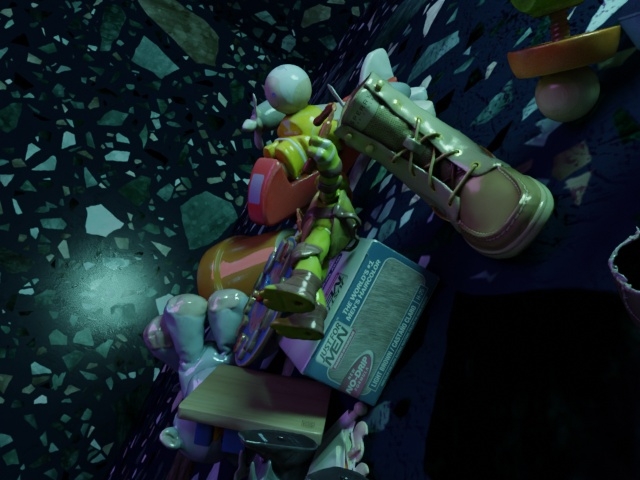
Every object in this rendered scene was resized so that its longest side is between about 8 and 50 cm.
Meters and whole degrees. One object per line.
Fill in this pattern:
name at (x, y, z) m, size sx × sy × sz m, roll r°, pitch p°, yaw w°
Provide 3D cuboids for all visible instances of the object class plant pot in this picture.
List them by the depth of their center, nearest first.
plant pot at (-0.106, 0.068, 0.997) m, size 0.187 × 0.205 × 0.205 m, roll -26°, pitch 33°, yaw 35°

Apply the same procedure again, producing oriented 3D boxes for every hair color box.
hair color box at (0.012, 0.085, 0.728) m, size 0.174 × 0.105 × 0.347 m, roll -62°, pitch 16°, yaw -5°

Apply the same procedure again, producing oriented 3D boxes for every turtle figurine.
turtle figurine at (0.000, 0.000, 0.575) m, size 0.270 × 0.087 × 0.218 m, roll 105°, pitch -179°, yaw -58°

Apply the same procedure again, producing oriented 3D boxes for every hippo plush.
hippo plush at (-0.209, 0.245, 0.858) m, size 0.294 × 0.234 × 0.237 m, roll -56°, pitch 17°, yaw 23°

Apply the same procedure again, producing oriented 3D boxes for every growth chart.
growth chart at (0.001, 0.300, 0.528) m, size 0.172 × 0.021 × 0.237 m, roll -49°, pitch 19°, yaw 32°

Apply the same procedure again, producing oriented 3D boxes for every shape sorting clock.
shape sorting clock at (-0.083, 0.087, 0.747) m, size 0.206 × 0.040 × 0.206 m, roll -53°, pitch 17°, yaw 25°

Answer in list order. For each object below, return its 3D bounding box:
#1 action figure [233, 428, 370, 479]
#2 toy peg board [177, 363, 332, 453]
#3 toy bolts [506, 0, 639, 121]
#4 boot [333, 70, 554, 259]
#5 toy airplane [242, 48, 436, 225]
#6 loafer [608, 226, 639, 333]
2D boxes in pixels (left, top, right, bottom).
action figure at (-0.055, 0.322, 0.440) m, size 0.185 × 0.099 × 0.285 m, roll 18°, pitch 90°, yaw 46°
toy peg board at (-0.075, 0.226, 0.618) m, size 0.160 × 0.161 × 0.079 m, roll -29°, pitch -52°, yaw -84°
toy bolts at (0.292, -0.196, 0.432) m, size 0.218 × 0.159 × 0.228 m, roll -15°, pitch 14°, yaw 6°
boot at (0.116, -0.091, 0.545) m, size 0.095 × 0.203 × 0.262 m, roll -53°, pitch 16°, yaw 17°
toy airplane at (0.014, -0.236, 0.958) m, size 0.386 × 0.272 × 0.385 m, roll -28°, pitch 36°, yaw 25°
loafer at (0.234, 0.019, 0.204) m, size 0.251 × 0.087 × 0.094 m, roll -25°, pitch 38°, yaw 64°
